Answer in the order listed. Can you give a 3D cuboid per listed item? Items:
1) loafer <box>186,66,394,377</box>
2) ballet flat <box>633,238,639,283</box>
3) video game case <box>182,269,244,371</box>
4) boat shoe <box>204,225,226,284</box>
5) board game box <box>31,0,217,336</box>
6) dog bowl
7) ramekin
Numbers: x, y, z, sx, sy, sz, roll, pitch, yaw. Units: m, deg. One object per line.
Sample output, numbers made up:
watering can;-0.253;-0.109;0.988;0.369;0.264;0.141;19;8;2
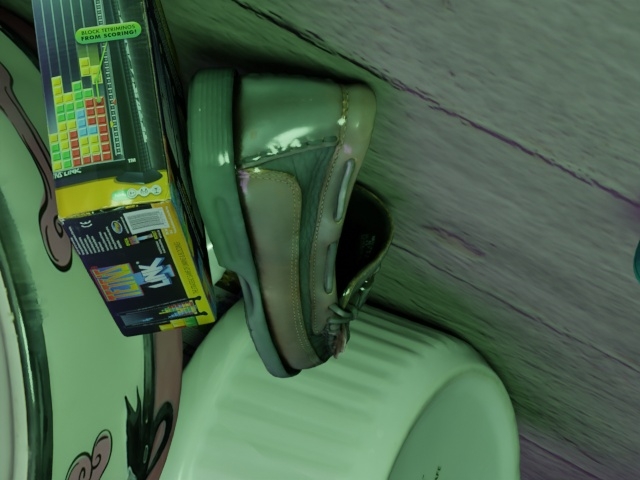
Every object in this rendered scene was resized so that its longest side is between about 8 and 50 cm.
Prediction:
loafer;0.000;0.000;0.935;0.084;0.096;0.267;-6;157;7
ballet flat;0.164;0.002;0.690;0.052;0.057;0.168;23;167;-10
video game case;-0.099;0.038;1.146;0.119;0.166;0.015;28;129;6
boat shoe;-0.133;-0.045;1.066;0.226;0.075;0.083;22;163;28
board game box;-0.084;-0.050;0.834;0.048;0.141;0.170;-11;161;-1
dog bowl;-0.244;0.042;1.033;0.408;0.408;0.150;21;-157;33
ramekin;0.017;0.163;1.129;0.127;0.272;0.273;10;157;28
